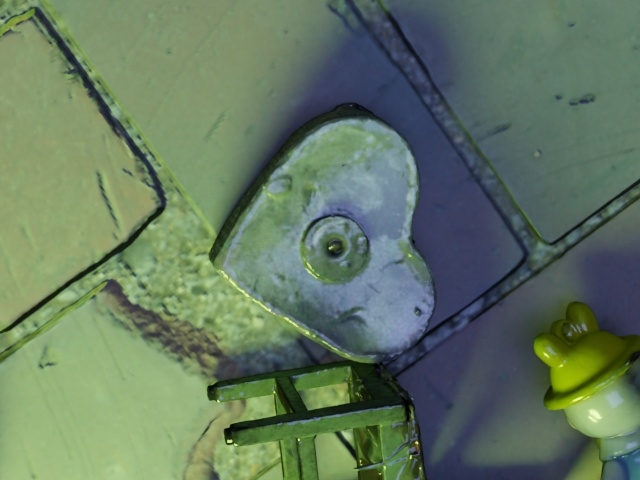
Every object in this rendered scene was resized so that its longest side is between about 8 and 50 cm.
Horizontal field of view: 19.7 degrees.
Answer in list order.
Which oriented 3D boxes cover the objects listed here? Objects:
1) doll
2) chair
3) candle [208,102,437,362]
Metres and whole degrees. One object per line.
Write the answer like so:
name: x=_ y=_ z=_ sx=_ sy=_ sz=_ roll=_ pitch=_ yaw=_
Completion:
doll: x=0.246 y=0.159 z=1.435 sx=0.135 sy=0.099 sz=0.241 roll=-32 pitch=101 yaw=-2
chair: x=0.060 y=0.166 z=1.383 sx=0.270 sy=0.136 sz=0.147 roll=-7 pitch=102 yaw=-7
candle: x=0.000 y=0.000 z=1.380 sx=0.168 sy=0.068 sz=0.192 roll=-11 pitch=98 yaw=-7
